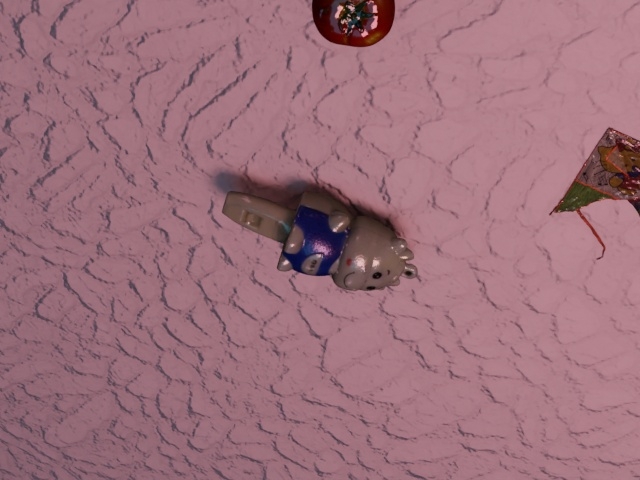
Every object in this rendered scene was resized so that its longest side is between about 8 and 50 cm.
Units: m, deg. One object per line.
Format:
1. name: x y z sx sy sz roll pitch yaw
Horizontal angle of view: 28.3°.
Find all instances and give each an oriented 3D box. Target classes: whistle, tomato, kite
1. whistle: 0.000 0.000 1.500 0.244 0.092 0.110 20 143 -4
2. tomato: 0.034 -0.239 1.276 0.087 0.075 0.087 3 120 6
3. kite: 0.357 -0.030 1.417 0.198 0.006 0.244 -13 127 28
